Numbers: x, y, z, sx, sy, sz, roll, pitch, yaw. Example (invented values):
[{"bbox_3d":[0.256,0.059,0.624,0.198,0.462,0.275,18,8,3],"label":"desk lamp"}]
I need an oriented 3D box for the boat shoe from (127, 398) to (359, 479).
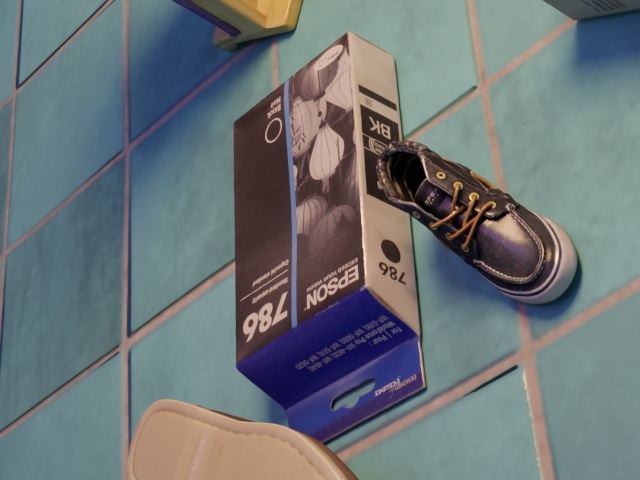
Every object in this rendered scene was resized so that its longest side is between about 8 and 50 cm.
[{"bbox_3d":[-0.034,0.200,1.173,0.324,0.097,0.116,12,82,55],"label":"boat shoe"}]

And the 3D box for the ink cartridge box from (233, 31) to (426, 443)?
[{"bbox_3d":[0.000,0.000,1.279,0.165,0.065,0.332,-34,46,36],"label":"ink cartridge box"}]

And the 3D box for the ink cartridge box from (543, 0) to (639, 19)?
[{"bbox_3d":[0.258,-0.278,1.054,0.273,0.114,0.197,-3,68,53],"label":"ink cartridge box"}]

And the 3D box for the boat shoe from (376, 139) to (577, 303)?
[{"bbox_3d":[0.108,-0.015,1.124,0.065,0.083,0.183,-60,35,9],"label":"boat shoe"}]

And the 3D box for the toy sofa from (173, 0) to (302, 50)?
[{"bbox_3d":[-0.186,-0.322,1.452,0.177,0.362,0.150,-5,67,45],"label":"toy sofa"}]
